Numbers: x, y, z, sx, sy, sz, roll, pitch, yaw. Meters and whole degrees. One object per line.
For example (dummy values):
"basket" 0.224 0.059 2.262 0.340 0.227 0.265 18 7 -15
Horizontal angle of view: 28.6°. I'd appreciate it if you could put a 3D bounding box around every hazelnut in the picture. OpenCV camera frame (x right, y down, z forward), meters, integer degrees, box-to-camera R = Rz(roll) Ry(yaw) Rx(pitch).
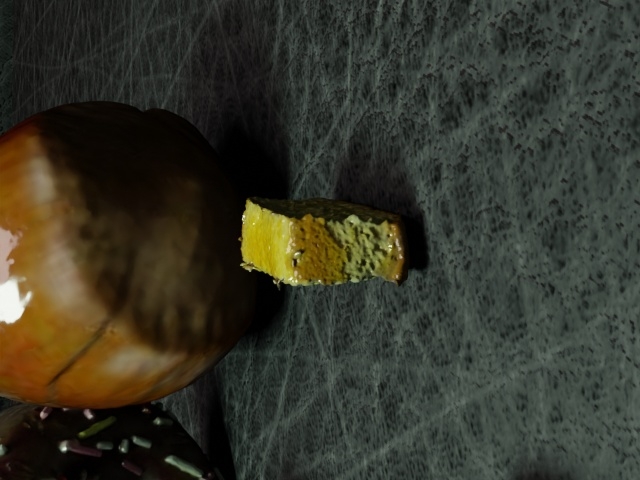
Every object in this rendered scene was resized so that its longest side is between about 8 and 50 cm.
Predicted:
"hazelnut" -0.232 0.026 1.269 0.315 0.372 0.372 58 150 15

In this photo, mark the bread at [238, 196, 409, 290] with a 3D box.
"bread" 0.000 0.000 1.010 0.187 0.103 0.065 -152 63 -70

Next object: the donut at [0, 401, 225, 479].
"donut" -0.224 0.295 1.384 0.136 0.345 0.259 -29 22 46
